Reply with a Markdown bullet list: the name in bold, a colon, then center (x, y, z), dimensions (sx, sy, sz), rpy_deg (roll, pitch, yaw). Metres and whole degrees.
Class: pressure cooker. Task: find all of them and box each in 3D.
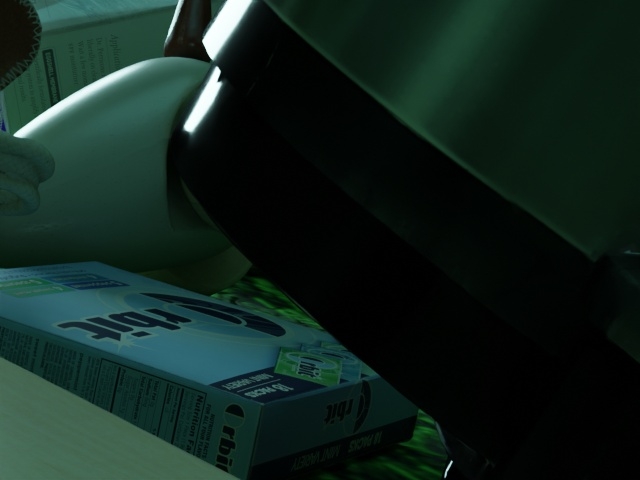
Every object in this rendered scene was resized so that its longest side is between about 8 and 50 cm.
- **pressure cooker**: center (0.161, -0.043, 0.624), dimensions (0.370, 0.420, 0.375), rpy_deg (23, 15, -44)

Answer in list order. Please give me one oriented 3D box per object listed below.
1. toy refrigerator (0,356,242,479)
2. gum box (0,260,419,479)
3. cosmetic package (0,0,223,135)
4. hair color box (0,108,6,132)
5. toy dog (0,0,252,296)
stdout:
- **toy refrigerator**: center (-0.085, 0.092, 0.460), dimensions (0.102, 0.094, 0.269), rpy_deg (-1, 14, -42)
- **gum box**: center (-0.069, 0.054, 0.865), dimensions (0.184, 0.041, 0.157), rpy_deg (17, 10, 26)
- **cosmetic package**: center (-0.140, -0.190, 1.458), dimensions (0.225, 0.138, 0.224), rpy_deg (-12, 48, -11)
- **hair color box**: center (-0.162, -0.120, 1.615), dimensions (0.339, 0.110, 0.185), rpy_deg (16, 12, 15)
- **toy dog**: center (-0.146, -0.062, 0.999), dimensions (0.220, 0.161, 0.334), rpy_deg (-21, -19, 38)
